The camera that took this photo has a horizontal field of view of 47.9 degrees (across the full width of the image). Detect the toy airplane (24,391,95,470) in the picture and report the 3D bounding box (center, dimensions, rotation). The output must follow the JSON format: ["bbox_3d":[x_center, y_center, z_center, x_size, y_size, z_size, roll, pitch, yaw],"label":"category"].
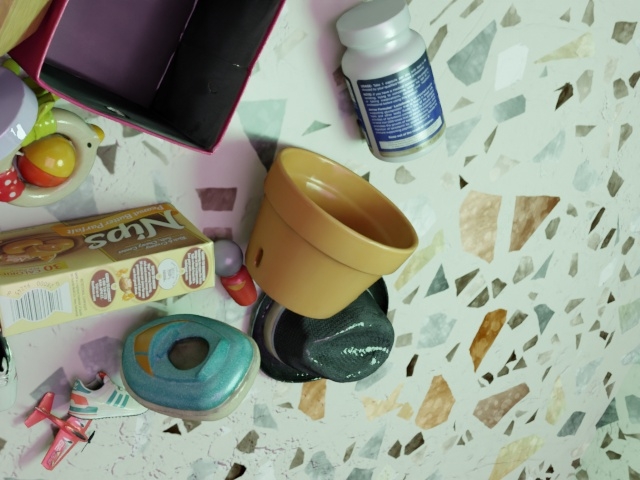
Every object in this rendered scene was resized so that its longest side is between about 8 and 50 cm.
[{"bbox_3d":[-0.455,0.324,1.264,0.151,0.028,0.151,-16,113,-44],"label":"toy airplane"}]

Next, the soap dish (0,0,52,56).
[{"bbox_3d":[-0.373,-0.369,0.751,0.229,0.291,0.118,-44,171,35],"label":"soap dish"}]

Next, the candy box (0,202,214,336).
[{"bbox_3d":[-0.343,0.034,1.103,0.316,0.183,0.087,-12,119,-30],"label":"candy box"}]

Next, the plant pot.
[{"bbox_3d":[0.000,0.000,1.281,0.291,0.291,0.203,16,119,-38],"label":"plant pot"}]

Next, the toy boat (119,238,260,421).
[{"bbox_3d":[-0.211,0.150,1.249,0.318,0.267,0.148,-62,146,-35],"label":"toy boat"}]

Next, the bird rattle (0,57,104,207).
[{"bbox_3d":[-0.417,-0.112,1.026,0.207,0.143,0.253,14,107,-55],"label":"bird rattle"}]

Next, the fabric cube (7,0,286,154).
[{"bbox_3d":[-0.245,-0.300,0.961,0.254,0.258,0.259,20,100,-40],"label":"fabric cube"}]

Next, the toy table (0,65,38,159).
[{"bbox_3d":[-0.492,-0.176,0.841,0.274,0.252,0.161,-12,147,17],"label":"toy table"}]

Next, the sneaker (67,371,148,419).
[{"bbox_3d":[-0.369,0.273,1.284,0.161,0.057,0.075,6,89,-45],"label":"sneaker"}]

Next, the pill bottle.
[{"bbox_3d":[0.126,-0.285,1.289,0.153,0.153,0.264,-35,128,-16],"label":"pill bottle"}]

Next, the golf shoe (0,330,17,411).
[{"bbox_3d":[-0.516,0.201,1.130,0.067,0.086,0.186,-18,122,-28],"label":"golf shoe"}]

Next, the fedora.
[{"bbox_3d":[0.032,0.187,1.455,0.334,0.152,0.334,-15,119,-29],"label":"fedora"}]
